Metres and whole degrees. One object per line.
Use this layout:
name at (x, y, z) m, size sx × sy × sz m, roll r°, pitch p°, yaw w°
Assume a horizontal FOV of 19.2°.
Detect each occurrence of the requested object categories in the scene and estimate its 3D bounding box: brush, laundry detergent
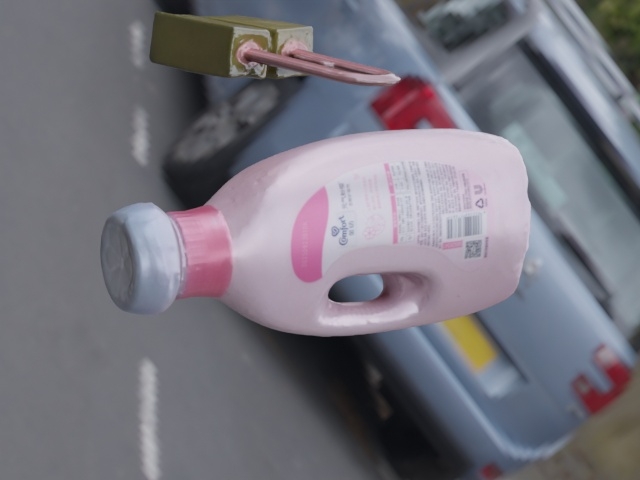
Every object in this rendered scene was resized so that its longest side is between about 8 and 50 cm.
brush at (-0.028, -0.153, 1.558) m, size 0.233 × 0.047 × 0.103 m, roll 15°, pitch 15°, yaw 43°
laundry detergent at (0.000, 0.000, 1.424) m, size 0.088 × 0.335 × 0.159 m, roll 25°, pitch -62°, yaw 58°
